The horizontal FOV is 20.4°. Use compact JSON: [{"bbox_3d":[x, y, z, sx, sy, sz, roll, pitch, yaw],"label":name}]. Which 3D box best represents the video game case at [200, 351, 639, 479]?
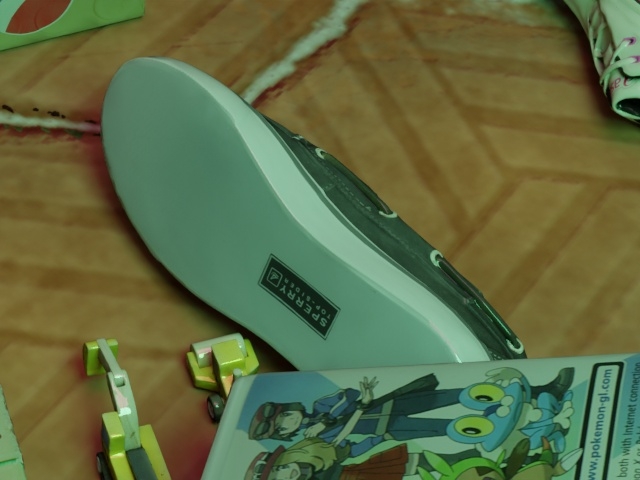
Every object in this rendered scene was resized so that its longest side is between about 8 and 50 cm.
[{"bbox_3d":[0.071,0.166,0.505,0.300,0.036,0.329,-5,45,24],"label":"video game case"}]

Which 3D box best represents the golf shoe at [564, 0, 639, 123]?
[{"bbox_3d":[0.162,-0.099,0.860,0.086,0.067,0.186,-30,59,-29],"label":"golf shoe"}]

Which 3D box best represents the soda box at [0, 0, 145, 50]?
[{"bbox_3d":[-0.176,-0.125,0.841,0.181,0.061,0.058,-17,55,-20],"label":"soda box"}]

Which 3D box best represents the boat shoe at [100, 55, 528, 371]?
[{"bbox_3d":[0.000,0.000,0.755,0.228,0.080,0.076,39,27,27],"label":"boat shoe"}]

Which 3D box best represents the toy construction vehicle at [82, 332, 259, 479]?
[{"bbox_3d":[-0.046,0.074,0.707,0.086,0.035,0.098,-9,52,-15],"label":"toy construction vehicle"}]

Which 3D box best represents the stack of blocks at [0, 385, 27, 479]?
[{"bbox_3d":[-0.257,0.101,0.621,0.297,0.087,0.171,-12,52,-17],"label":"stack of blocks"}]
